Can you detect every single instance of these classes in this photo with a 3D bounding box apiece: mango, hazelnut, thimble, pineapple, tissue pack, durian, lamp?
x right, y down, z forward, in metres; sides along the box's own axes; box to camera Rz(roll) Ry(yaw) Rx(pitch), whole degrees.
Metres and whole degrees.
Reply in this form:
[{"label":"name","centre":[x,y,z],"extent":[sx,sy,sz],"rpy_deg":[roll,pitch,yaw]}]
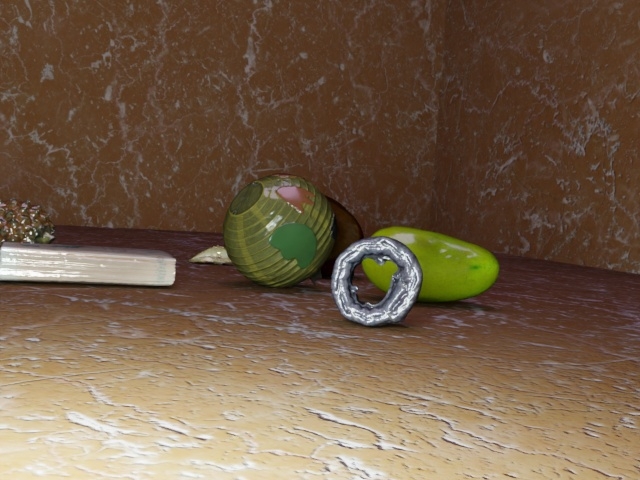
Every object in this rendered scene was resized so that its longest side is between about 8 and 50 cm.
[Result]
[{"label":"mango","centre":[0.218,0.054,1.756],"extent":[0.273,0.149,0.185],"rpy_deg":[10,-4,-3]},{"label":"hazelnut","centre":[0.000,0.000,2.178],"extent":[0.229,0.230,0.229],"rpy_deg":[4,3,0]},{"label":"thimble","centre":[0.092,0.065,1.384],"extent":[0.150,0.150,0.098],"rpy_deg":[4,-2,7]},{"label":"pineapple","centre":[-0.643,-0.015,1.835],"extent":[0.193,0.166,0.166],"rpy_deg":[8,4,21]},{"label":"tissue pack","centre":[-0.458,0.047,1.685],"extent":[0.325,0.071,0.170],"rpy_deg":[4,1,-20]},{"label":"durian","centre":[-0.289,0.051,2.310],"extent":[0.130,0.052,0.066],"rpy_deg":[1,41,-2]},{"label":"lamp","centre":[-0.072,-0.003,1.844],"extent":[0.250,0.250,0.284],"rpy_deg":[8,-34,52]}]
